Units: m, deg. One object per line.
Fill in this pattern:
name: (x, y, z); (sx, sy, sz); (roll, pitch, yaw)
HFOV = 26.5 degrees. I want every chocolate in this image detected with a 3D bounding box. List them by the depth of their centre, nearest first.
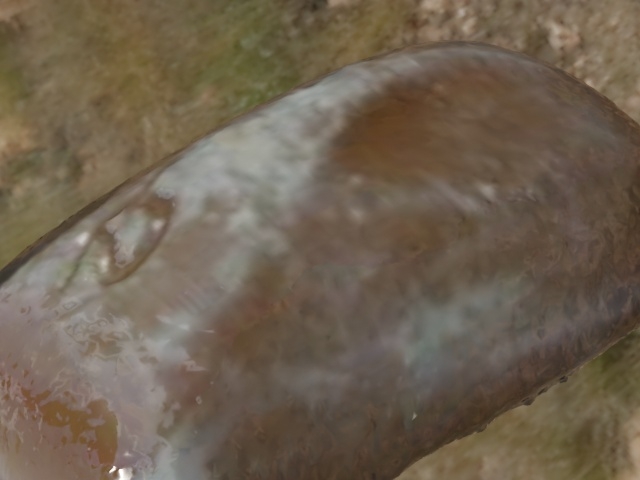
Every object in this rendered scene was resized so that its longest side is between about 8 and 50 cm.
chocolate: (-0.001, 0.000, 0.436); (0.161, 0.261, 0.083); (27, 138, 45)
